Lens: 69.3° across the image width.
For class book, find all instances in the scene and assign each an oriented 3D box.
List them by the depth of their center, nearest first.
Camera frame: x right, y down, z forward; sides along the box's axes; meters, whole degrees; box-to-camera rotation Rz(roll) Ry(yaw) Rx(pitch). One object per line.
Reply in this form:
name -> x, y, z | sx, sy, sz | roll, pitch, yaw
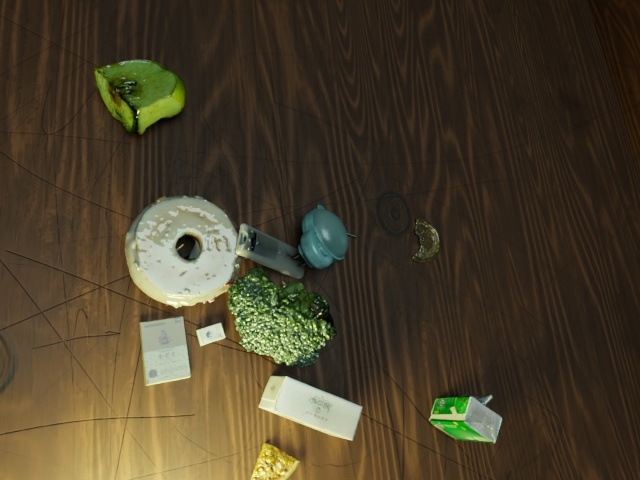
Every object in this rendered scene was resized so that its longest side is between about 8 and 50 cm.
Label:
book -> -0.498, 0.351, 1.480 | 0.139, 0.016, 0.198 | -6, 76, -22

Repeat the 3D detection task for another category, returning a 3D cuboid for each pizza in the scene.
pizza -> -0.153, 0.716, 1.483 | 0.179, 0.041, 0.130 | -3, 73, -21

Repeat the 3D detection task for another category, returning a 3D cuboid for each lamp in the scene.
lamp -> 0.009, -0.005, 1.671 | 0.209, 0.147, 0.284 | 54, 42, -14

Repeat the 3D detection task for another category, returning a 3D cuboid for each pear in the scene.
pear -> -0.621, -0.527, 1.634 | 0.238, 0.164, 0.255 | 44, 58, 8

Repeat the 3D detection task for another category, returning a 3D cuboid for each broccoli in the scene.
broccoli -> -0.117, 0.256, 1.516 | 0.339, 0.276, 0.318 | 33, 21, 30

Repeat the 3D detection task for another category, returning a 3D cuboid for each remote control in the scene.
remote control -> -0.157, 0.041, 1.617 | 0.313, 0.055, 0.109 | 28, 63, -44

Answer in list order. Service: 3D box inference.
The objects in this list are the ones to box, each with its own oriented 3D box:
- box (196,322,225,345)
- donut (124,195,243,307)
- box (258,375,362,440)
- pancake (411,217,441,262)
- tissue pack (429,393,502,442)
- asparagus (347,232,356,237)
box -> -0.365, 0.312, 1.539 | 0.083, 0.024, 0.053 | -15, 81, -25
donut -> -0.443, 0.036, 1.529 | 0.384, 0.142, 0.381 | 6, 73, -19
box -> -0.035, 0.535, 1.493 | 0.275, 0.203, 0.116 | 25, 67, -11
pancake -> 0.430, -0.003, 1.937 | 0.184, 0.020, 0.190 | -23, 83, -24
tissue pack -> 0.528, 0.623, 1.675 | 0.148, 0.209, 0.156 | 33, 63, -8
asparagus -> 0.090, -0.034, 1.822 | 0.115, 0.014, 0.015 | 21, 34, -14
